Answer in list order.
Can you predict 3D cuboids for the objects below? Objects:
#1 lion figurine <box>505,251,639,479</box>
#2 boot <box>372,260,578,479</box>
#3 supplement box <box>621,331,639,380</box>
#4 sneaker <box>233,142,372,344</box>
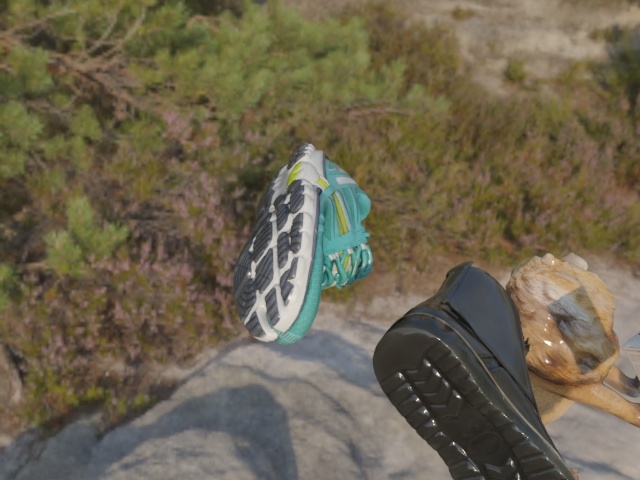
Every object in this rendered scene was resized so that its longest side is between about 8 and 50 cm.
[{"bbox_3d":[0.276,0.199,1.176,0.240,0.392,0.142,29,34,-5],"label":"lion figurine"},{"bbox_3d":[0.127,0.110,0.571,0.077,0.198,0.137,-27,6,31],"label":"boot"},{"bbox_3d":[0.318,0.127,0.790,0.036,0.098,0.062,-32,8,-18],"label":"supplement box"},{"bbox_3d":[0.000,0.000,0.789,0.110,0.107,0.275,34,28,-11],"label":"sneaker"}]
